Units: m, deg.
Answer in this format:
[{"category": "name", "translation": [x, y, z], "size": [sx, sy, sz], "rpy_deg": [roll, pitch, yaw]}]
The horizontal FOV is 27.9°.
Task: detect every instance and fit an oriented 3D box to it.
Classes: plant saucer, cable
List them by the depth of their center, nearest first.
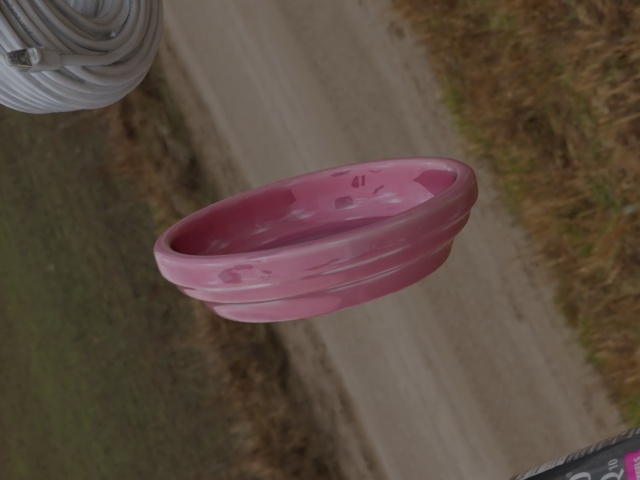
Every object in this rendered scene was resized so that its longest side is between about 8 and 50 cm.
[{"category": "cable", "translation": [-0.228, -0.227, 1.052], "size": [0.089, 0.257, 0.257], "rpy_deg": [-18, 75, 26]}, {"category": "plant saucer", "translation": [0.000, 0.000, 1.301], "size": [0.332, 0.332, 0.084], "rpy_deg": [17, 123, 64]}]

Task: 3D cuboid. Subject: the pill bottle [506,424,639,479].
[{"category": "pill bottle", "translation": [0.219, 0.228, 0.939], "size": [0.278, 0.162, 0.162], "rpy_deg": [-29, 78, 25]}]
